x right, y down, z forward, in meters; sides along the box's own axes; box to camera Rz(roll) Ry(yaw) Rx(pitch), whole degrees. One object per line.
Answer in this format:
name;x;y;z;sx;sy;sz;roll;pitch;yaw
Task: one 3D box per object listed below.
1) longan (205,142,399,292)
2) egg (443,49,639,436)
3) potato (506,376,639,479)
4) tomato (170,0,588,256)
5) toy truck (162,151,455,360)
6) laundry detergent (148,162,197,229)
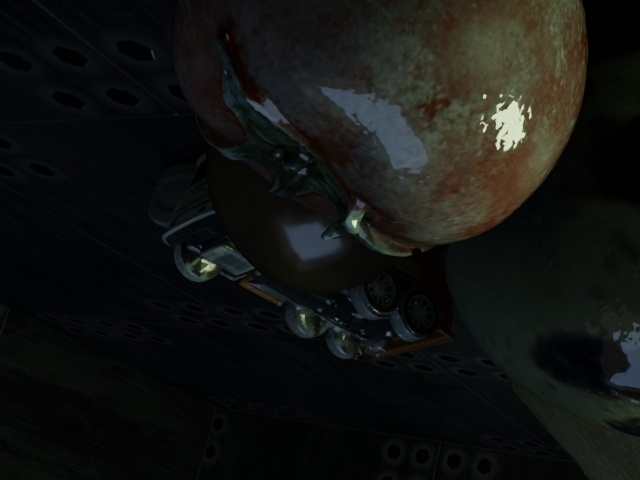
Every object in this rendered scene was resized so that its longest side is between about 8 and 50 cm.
longan;-0.003;-0.068;1.142;0.258;0.258;0.258;13;162;4
egg;0.295;0.003;0.961;0.345;0.345;0.428;29;160;-37
potato;0.439;0.150;1.316;0.385;0.319;0.442;43;165;51
tomato;0.045;-0.140;0.810;0.316;0.282;0.317;31;165;9
toy truck;0.000;0.000;1.405;0.387;0.207;0.173;30;148;-29
laundry detergent;-0.095;-0.013;1.571;0.280;0.105;0.215;28;169;-31
